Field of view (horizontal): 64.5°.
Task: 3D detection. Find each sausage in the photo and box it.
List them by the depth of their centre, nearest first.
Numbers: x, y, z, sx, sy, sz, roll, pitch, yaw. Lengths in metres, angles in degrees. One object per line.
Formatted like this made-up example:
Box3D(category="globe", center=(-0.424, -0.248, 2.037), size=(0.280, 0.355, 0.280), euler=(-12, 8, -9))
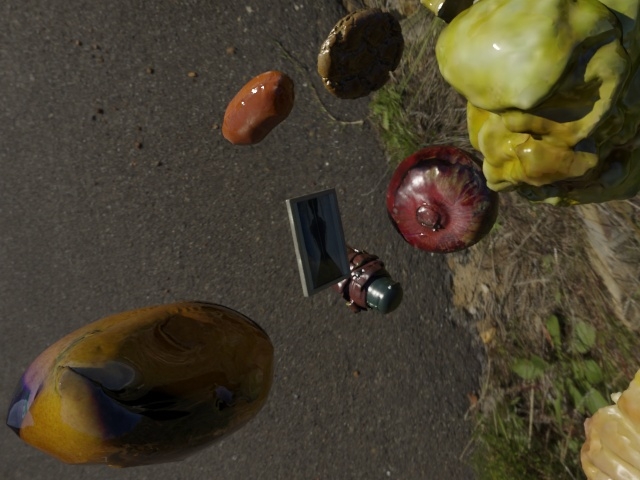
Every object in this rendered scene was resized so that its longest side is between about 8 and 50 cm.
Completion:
Box3D(category="sausage", center=(-0.169, -0.348, 1.343), size=(0.258, 0.133, 0.133), euler=(-33, 93, 40))

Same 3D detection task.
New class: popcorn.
Box3D(category="popcorn", center=(0.239, -0.136, 0.470), size=(0.174, 0.286, 0.225), euler=(22, 135, 48))

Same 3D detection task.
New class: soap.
Box3D(category="soap", center=(0.352, -0.622, 1.184), size=(0.076, 0.135, 0.233), euler=(50, 118, 29))

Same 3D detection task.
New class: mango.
Box3D(category="mango", center=(-0.173, 0.150, 0.559), size=(0.201, 0.287, 0.153), euler=(48, 119, 36))

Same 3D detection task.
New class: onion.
Box3D(category="onion", center=(0.260, -0.084, 1.104), size=(0.246, 0.190, 0.246), euler=(12, 114, 28))

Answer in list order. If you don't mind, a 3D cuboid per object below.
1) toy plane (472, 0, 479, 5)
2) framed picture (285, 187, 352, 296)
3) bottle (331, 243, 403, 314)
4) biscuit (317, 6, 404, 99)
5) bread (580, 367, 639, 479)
Box3D(category="toy plane", center=(0.278, -0.297, 0.748), size=(0.108, 0.286, 0.092), euler=(-10, 122, 2))
Box3D(category="framed picture", center=(0.000, 0.000, 1.064), size=(0.015, 0.150, 0.203), euler=(-3, 101, 42))
Box3D(category="bottle", center=(0.088, 0.100, 1.312), size=(0.271, 0.143, 0.156), euler=(32, 120, 38))
Box3D(category="biscuit", center=(0.096, -0.414, 1.145), size=(0.226, 0.226, 0.042), euler=(-49, 53, 15))
Box3D(category="bread", center=(0.345, 0.169, 0.370), size=(0.274, 0.149, 0.274), euler=(3, 117, 5))
